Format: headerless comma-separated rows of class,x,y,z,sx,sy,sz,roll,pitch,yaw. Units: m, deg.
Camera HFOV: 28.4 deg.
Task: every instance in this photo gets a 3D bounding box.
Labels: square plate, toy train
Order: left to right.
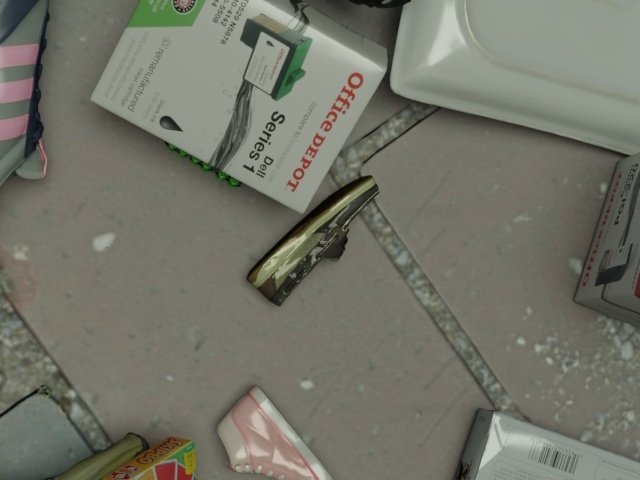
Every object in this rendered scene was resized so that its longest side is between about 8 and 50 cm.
toy train,-0.107,-0.078,1.187,0.083,0.017,0.023,31,72,-7
square plate,0.255,-0.272,1.215,0.344,0.049,0.347,12,86,-22

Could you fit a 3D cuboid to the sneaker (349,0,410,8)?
sneaker,-0.009,-0.315,1.112,0.271,0.100,0.108,44,76,-5

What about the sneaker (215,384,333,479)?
sneaker,-0.043,0.205,1.166,0.070,0.051,0.134,-40,91,-8

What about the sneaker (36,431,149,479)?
sneaker,-0.343,0.246,1.072,0.410,0.158,0.182,-28,75,-16

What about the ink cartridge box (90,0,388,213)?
ink cartridge box,-0.068,-0.148,1.133,0.219,0.092,0.160,28,108,-7

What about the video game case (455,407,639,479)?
video game case,0.240,0.318,1.205,0.269,0.061,0.244,20,82,-8

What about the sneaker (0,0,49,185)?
sneaker,-0.289,-0.123,1.126,0.131,0.112,0.319,30,81,-28

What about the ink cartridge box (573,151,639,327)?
ink cartridge box,0.327,-0.005,1.160,0.092,0.218,0.158,20,83,-3

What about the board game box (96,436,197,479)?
board game box,-0.145,0.312,1.081,0.039,0.124,0.259,7,105,27

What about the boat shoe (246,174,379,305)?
boat shoe,0.000,0.000,1.186,0.152,0.056,0.049,-40,99,-1
